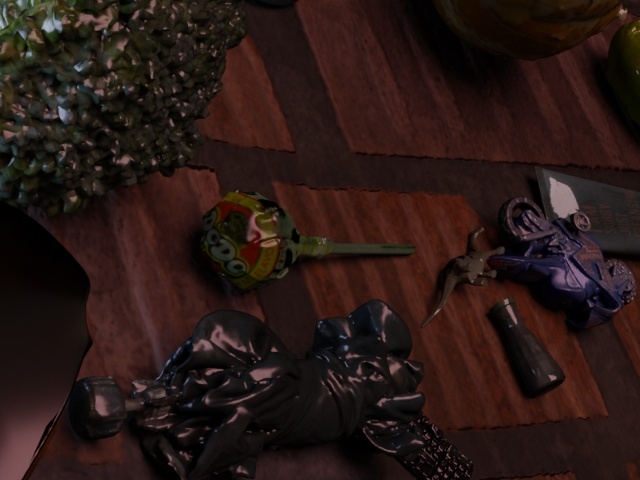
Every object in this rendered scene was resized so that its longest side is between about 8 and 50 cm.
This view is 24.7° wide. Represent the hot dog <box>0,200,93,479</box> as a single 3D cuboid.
[{"bbox_3d":[-0.288,0.127,1.022,0.194,0.107,0.326,39,49,2],"label":"hot dog"}]

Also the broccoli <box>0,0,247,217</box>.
[{"bbox_3d":[-0.194,-0.201,1.233,0.317,0.338,0.277,47,4,31],"label":"broccoli"}]

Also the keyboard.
[{"bbox_3d":[0.068,0.168,1.385,0.195,0.018,0.060,44,44,-7],"label":"keyboard"}]

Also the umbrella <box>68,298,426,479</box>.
[{"bbox_3d":[-0.049,0.130,1.245,0.349,0.094,0.143,2,55,-38],"label":"umbrella"}]

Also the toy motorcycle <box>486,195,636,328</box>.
[{"bbox_3d":[0.276,0.034,1.645,0.205,0.076,0.114,31,54,-21],"label":"toy motorcycle"}]

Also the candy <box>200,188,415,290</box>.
[{"bbox_3d":[0.000,0.000,1.422,0.305,0.083,0.091,0,65,-52],"label":"candy"}]

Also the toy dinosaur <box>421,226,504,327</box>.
[{"bbox_3d":[0.157,0.033,1.546,0.180,0.058,0.037,-42,115,-53],"label":"toy dinosaur"}]

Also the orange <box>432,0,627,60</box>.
[{"bbox_3d":[0.258,-0.375,1.747,0.249,0.329,0.329,14,49,-13],"label":"orange"}]

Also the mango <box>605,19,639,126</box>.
[{"bbox_3d":[0.444,-0.212,1.969,0.119,0.100,0.178,1,64,-51],"label":"mango"}]

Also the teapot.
[{"bbox_3d":[0.216,0.110,1.554,0.043,0.043,0.111,-7,61,-46],"label":"teapot"}]

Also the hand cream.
[{"bbox_3d":[0.393,-0.024,1.803,0.312,0.070,0.111,8,63,-35],"label":"hand cream"}]

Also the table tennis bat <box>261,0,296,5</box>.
[{"bbox_3d":[-0.102,-0.325,1.596,0.244,0.040,0.153,-5,63,-49],"label":"table tennis bat"}]
